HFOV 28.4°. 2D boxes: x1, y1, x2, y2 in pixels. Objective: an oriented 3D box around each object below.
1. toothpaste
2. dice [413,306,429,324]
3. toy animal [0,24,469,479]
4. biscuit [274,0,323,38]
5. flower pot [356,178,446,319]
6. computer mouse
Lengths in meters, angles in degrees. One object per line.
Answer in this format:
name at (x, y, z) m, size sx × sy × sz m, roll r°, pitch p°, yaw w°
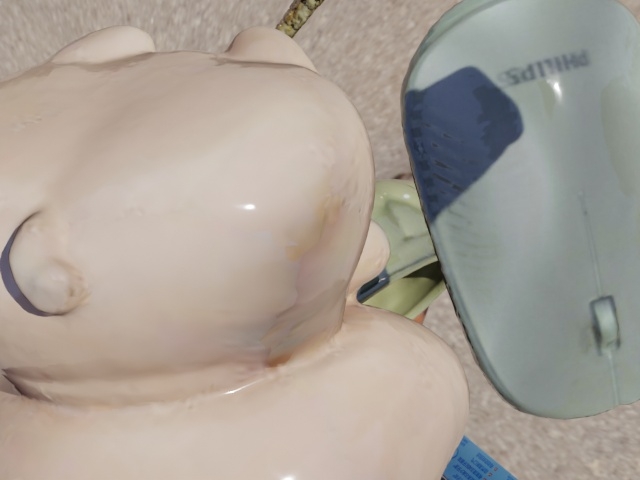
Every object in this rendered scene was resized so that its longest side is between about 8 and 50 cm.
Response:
toothpaste at (0.184, 0.298, 1.674) m, size 0.066 × 0.272 × 0.053 m, roll -40°, pitch 129°, yaw -11°
dice at (0.067, 0.038, 1.763) m, size 0.179 × 0.174 × 0.175 m, roll 15°, pitch 88°, yaw -3°
toy animal at (-0.049, 0.042, 0.481) m, size 0.210 × 0.221 × 0.229 m, roll -1°, pitch 59°, yaw 18°
biscuit at (0.038, -0.298, 1.259) m, size 0.026 × 0.237 × 0.131 m, roll 38°, pitch 40°, yaw -11°
flower pot at (0.000, 0.000, 1.487) m, size 0.307 × 0.307 × 0.244 m, roll -33°, pitch 75°, yaw -7°
computer mouse at (0.175, -0.027, 0.915) m, size 0.197 × 0.095 × 0.331 m, roll -19°, pitch 102°, yaw -4°
